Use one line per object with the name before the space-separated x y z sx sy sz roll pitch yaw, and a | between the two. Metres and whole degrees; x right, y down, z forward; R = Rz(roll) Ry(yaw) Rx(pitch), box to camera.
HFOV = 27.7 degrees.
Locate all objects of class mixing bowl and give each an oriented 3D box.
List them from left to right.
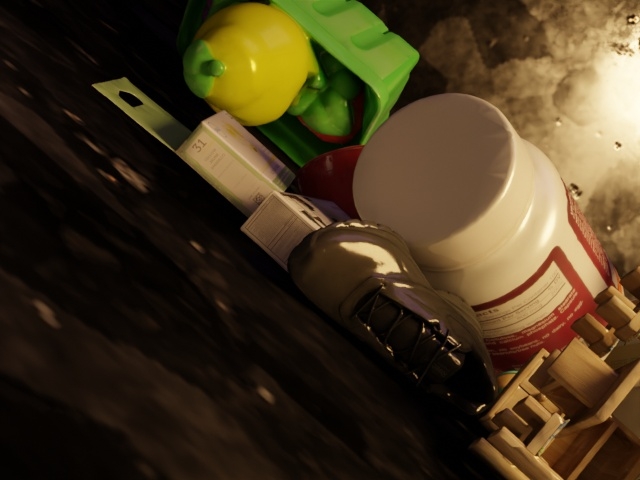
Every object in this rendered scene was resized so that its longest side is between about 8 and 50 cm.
mixing bowl | 0.060 -0.037 1.622 0.181 0.181 0.098 29 52 -52

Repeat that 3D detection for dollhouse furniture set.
dollhouse furniture set | 0.271 0.179 1.269 0.161 0.212 0.242 42 -16 5

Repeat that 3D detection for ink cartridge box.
ink cartridge box | -0.138 -0.124 1.491 0.235 0.056 0.171 42 10 -4

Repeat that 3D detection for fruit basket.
fruit basket | -0.079 -0.252 1.932 0.392 0.283 0.392 10 53 -14

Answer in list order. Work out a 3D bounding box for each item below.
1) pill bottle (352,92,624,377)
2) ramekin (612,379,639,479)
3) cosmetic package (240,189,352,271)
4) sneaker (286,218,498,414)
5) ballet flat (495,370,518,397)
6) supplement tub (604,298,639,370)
pill bottle | 0.201 0.010 1.519 0.224 0.224 0.392 48 1 39
ramekin | 0.442 0.253 1.392 0.277 0.135 0.277 160 -90 -76
cosmetic package | 0.000 0.000 1.443 0.099 0.060 0.239 44 10 11
sneaker | 0.086 0.080 1.305 0.286 0.109 0.130 33 18 -33
ballet flat | 0.272 0.228 1.505 0.232 0.080 0.073 32 41 -34
supplement tub | 0.517 0.186 1.849 0.228 0.228 0.316 39 -21 -11
